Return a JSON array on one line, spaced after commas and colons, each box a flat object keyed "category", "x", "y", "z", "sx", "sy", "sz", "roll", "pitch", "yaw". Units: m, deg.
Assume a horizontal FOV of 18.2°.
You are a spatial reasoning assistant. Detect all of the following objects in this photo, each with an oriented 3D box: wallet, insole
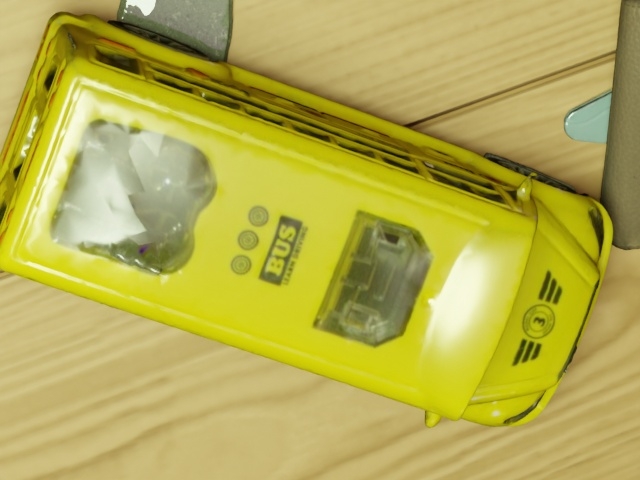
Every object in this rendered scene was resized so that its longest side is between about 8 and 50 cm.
[{"category": "wallet", "x": 0.216, "y": -0.066, "z": 1.103, "sx": 0.118, "sy": 0.039, "sz": 0.153, "roll": -4, "pitch": 114, "yaw": -8}, {"category": "insole", "x": -0.072, "y": -0.146, "z": 1.063, "sx": 0.063, "sy": 0.010, "sz": 0.192, "roll": 9, "pitch": 100, "yaw": -11}]

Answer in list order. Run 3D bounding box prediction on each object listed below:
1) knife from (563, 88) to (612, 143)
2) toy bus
[{"category": "knife", "x": 0.258, "y": -0.113, "z": 1.123, "sx": 0.260, "sy": 0.034, "sz": 0.063, "roll": -31, "pitch": 116, "yaw": 4}, {"category": "toy bus", "x": 0.000, "y": 0.000, "z": 1.026, "sx": 0.330, "sy": 0.152, "sz": 0.144, "roll": 19, "pitch": 98, "yaw": -15}]
